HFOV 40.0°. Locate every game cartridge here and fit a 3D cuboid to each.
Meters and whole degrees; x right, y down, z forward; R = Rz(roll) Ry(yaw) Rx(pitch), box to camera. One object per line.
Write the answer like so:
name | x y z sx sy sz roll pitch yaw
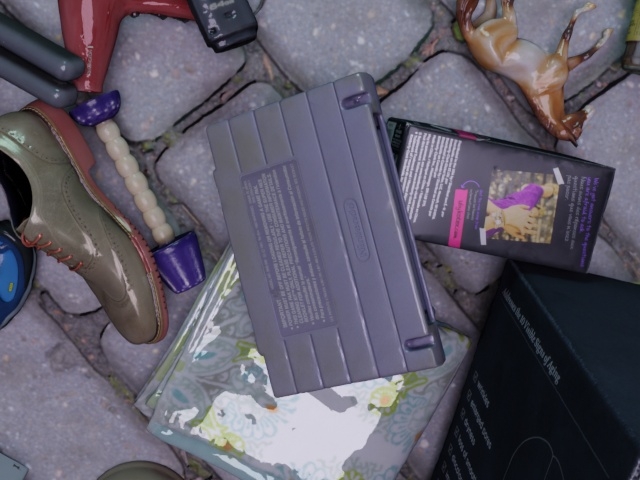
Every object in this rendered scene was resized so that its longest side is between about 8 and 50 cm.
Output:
game cartridge | 0.000 0.000 1.072 0.230 0.068 0.355 -15 88 29

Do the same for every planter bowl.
planter bowl | -0.256 0.402 1.219 0.162 0.109 0.162 -1 99 -4

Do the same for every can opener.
can opener | -0.419 -0.245 1.073 0.280 0.093 0.074 28 118 9

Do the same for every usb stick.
usb stick | -0.158 -0.365 1.070 0.077 0.045 0.278 -26 95 -28

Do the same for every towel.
towel | -0.024 0.190 1.212 0.375 0.090 0.320 29 97 -9

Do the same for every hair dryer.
hair dryer | -0.219 -0.303 1.099 0.223 0.080 0.293 42 87 -9

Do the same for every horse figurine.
horse figurine | 0.275 -0.264 1.170 0.263 0.066 0.174 32 90 -11

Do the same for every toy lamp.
toy lamp | -0.233 -0.060 1.159 0.080 0.080 0.274 -25 99 0

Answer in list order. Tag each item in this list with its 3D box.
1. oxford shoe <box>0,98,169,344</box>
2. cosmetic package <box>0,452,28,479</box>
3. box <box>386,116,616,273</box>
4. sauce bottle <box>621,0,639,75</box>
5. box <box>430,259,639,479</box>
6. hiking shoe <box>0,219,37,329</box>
oxford shoe | -0.320 -0.003 1.115 0.123 0.130 0.348 -28 95 44
cosmetic package | -0.504 0.404 1.196 0.085 0.117 0.231 33 95 -10
box | 0.213 -0.063 1.147 0.270 0.165 0.143 12 100 -7
sauce bottle | 0.488 -0.381 1.142 0.111 0.111 0.344 13 99 -7
box | 0.334 0.336 1.030 0.298 0.480 0.471 11 109 -7
hiking shoe | -0.476 0.109 1.138 0.113 0.132 0.304 36 95 -10
